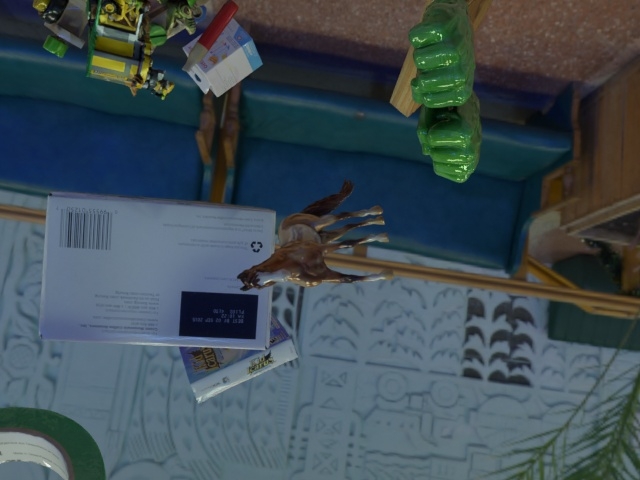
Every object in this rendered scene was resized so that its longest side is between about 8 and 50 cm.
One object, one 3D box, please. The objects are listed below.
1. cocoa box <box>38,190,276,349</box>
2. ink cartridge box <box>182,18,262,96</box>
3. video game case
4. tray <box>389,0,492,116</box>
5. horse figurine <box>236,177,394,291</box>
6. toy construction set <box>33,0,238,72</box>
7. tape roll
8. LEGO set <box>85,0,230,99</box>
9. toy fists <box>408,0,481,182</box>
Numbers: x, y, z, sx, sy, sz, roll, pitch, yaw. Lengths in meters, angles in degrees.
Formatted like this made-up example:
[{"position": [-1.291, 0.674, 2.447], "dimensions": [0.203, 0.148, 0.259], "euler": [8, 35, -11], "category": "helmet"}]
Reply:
[{"position": [-0.256, 0.045, 1.001], "dimensions": [0.347, 0.231, 0.228], "euler": [4, -177, -7], "category": "cocoa box"}, {"position": [-0.215, -0.389, 1.261], "dimensions": [0.092, 0.143, 0.090], "euler": [50, 174, 20], "category": "ink cartridge box"}, {"position": [-0.212, 0.252, 1.424], "dimensions": [0.244, 0.061, 0.269], "euler": [-24, -158, -13], "category": "video game case"}, {"position": [0.295, -0.475, 1.400], "dimensions": [0.076, 0.203, 0.411], "euler": [43, 164, 9], "category": "tray"}, {"position": [0.000, 0.000, 0.767], "dimensions": [0.175, 0.066, 0.263], "euler": [-9, -155, 6], "category": "horse figurine"}, {"position": [-0.324, -0.371, 1.000], "dimensions": [0.309, 0.237, 0.257], "euler": [33, 178, 21], "category": "toy construction set"}, {"position": [-0.464, 0.381, 0.818], "dimensions": [0.321, 0.321, 0.077], "euler": [7, 125, 2], "category": "tape roll"}, {"position": [-0.191, -0.335, 0.775], "dimensions": [0.192, 0.255, 0.331], "euler": [8, -152, -27], "category": "LEGO set"}, {"position": [0.191, -0.216, 0.890], "dimensions": [0.096, 0.142, 0.279], "euler": [-3, 133, 16], "category": "toy fists"}]
